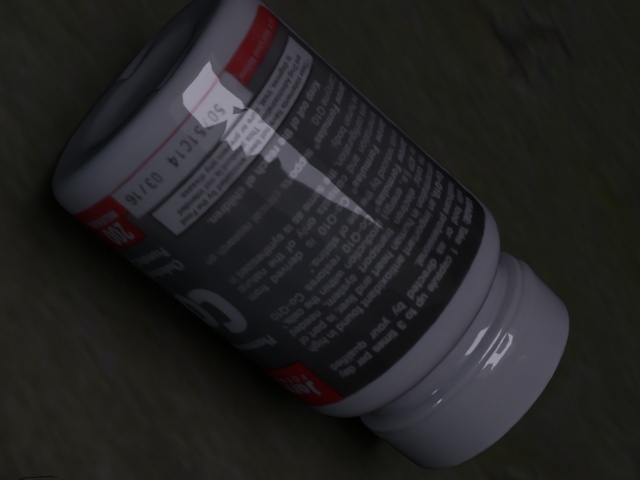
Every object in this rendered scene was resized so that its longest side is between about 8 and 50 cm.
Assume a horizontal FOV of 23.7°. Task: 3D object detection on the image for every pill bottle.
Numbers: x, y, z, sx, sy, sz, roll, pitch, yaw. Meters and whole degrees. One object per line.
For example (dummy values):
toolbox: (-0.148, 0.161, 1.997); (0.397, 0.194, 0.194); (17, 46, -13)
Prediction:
pill bottle: (0.000, 0.000, 0.889); (0.283, 0.161, 0.161); (41, 60, -18)

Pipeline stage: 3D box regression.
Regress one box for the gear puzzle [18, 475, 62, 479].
gear puzzle: (-0.228, 0.203, 0.698); (0.339, 0.044, 0.176); (5, 87, -45)
